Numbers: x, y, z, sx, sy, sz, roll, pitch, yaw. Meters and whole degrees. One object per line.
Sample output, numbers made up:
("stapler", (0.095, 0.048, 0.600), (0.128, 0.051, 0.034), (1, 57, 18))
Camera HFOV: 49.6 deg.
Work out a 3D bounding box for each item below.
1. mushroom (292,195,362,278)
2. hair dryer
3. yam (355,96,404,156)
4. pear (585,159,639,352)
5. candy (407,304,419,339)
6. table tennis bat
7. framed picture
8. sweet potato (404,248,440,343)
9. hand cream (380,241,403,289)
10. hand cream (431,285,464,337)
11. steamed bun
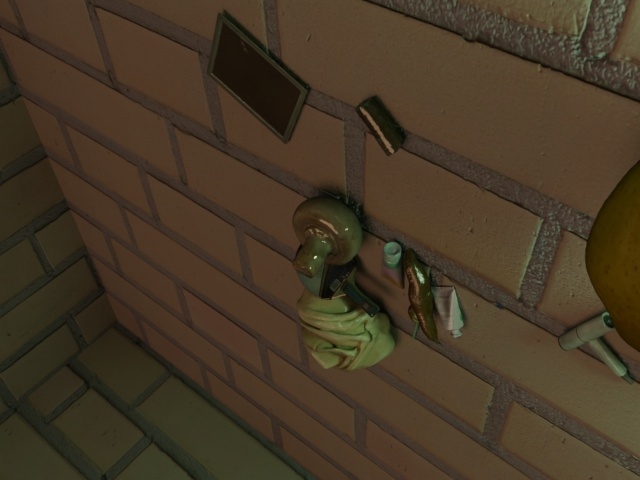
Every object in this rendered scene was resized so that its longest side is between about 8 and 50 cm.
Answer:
("mushroom", (-0.001, -0.011, 1.829), (0.206, 0.209, 0.206), (56, 175, 8))
("hair dryer", (0.626, 0.242, 1.483), (0.183, 0.044, 0.155), (39, 150, 3))
("yam", (0.131, -0.250, 1.513), (0.132, 0.054, 0.054), (53, 149, -7))
("pear", (0.584, 0.007, 0.953), (0.418, 0.362, 0.362), (-36, 97, 32))
("candy", (0.266, 0.231, 1.919), (0.061, 0.061, 0.202), (35, 156, 20))
("table tennis bat", (0.047, 0.106, 1.952), (0.301, 0.022, 0.173), (43, 109, 20))
("framed picture", (-0.162, -0.402, 1.738), (0.296, 0.019, 0.232), (43, 150, 6))
("sweet potato", (0.261, 0.150, 1.786), (0.067, 0.067, 0.273), (4, 118, 50))
("hand cream", (0.190, 0.070, 1.826), (0.076, 0.047, 0.174), (31, 155, 22))
("hand cream", (0.331, 0.181, 1.778), (0.084, 0.053, 0.142), (-4, 107, 52))
("steamed bun", (0.052, 0.257, 2.052), (0.276, 0.203, 0.289), (9, 132, 45))
